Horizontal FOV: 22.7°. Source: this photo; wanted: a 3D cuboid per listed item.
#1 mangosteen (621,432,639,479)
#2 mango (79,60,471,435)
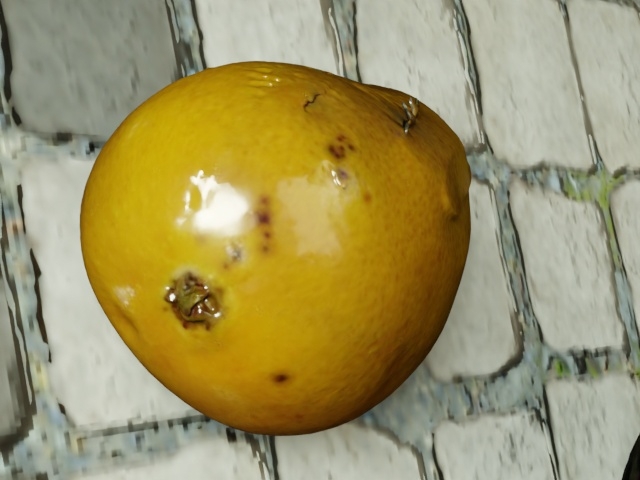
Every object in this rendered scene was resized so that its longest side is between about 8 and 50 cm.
[{"bbox_3d":[0.242,0.122,0.554,0.288,0.288,0.288,23,59,-46],"label":"mangosteen"},{"bbox_3d":[0.003,0.000,0.453,0.159,0.084,0.105,-14,94,-53],"label":"mango"}]
